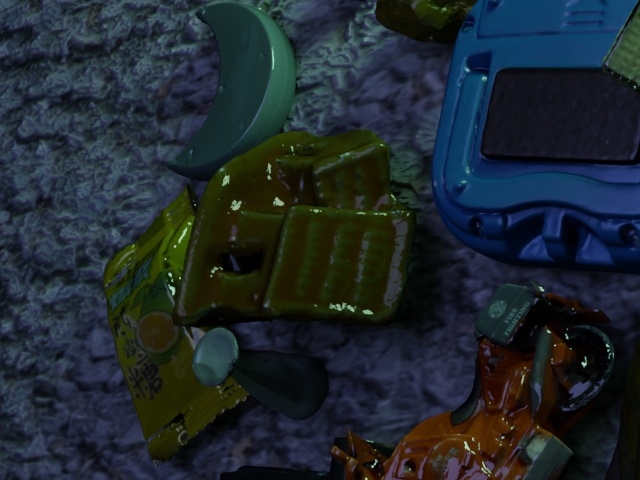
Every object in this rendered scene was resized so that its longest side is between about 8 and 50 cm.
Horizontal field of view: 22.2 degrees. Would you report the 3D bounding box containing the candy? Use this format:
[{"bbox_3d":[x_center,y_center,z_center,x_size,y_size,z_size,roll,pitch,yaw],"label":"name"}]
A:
[{"bbox_3d":[-0.175,0.098,1.928,0.187,0.081,0.297,-39,52,25],"label":"candy"}]

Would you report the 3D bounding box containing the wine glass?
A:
[{"bbox_3d":[-0.063,0.142,1.764,0.073,0.155,0.073,-15,63,33],"label":"wine glass"}]

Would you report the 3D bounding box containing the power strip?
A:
[{"bbox_3d":[-0.102,-0.197,2.003,0.167,0.054,0.253,2,75,39],"label":"power strip"}]

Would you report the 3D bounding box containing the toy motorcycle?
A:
[{"bbox_3d":[0.141,0.186,1.560,0.221,0.148,0.326,25,78,48],"label":"toy motorcycle"}]

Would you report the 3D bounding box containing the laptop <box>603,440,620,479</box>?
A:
[{"bbox_3d":[0.322,0.244,1.480,0.154,0.026,0.207,13,81,45],"label":"laptop"}]

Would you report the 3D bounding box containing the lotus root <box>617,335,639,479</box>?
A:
[{"bbox_3d":[0.372,0.128,1.333,0.250,0.250,0.346,23,93,44],"label":"lotus root"}]

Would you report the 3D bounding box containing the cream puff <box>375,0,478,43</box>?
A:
[{"bbox_3d":[0.139,-0.271,1.792,0.146,0.116,0.146,-48,19,23],"label":"cream puff"}]

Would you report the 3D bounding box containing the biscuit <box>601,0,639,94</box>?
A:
[{"bbox_3d":[0.392,-0.155,1.461,0.252,0.052,0.150,28,88,4],"label":"biscuit"}]

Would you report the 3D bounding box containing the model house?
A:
[{"bbox_3d":[-0.001,-0.011,1.756,0.239,0.173,0.268,0,72,40],"label":"model house"}]

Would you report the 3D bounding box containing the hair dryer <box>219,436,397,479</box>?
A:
[{"bbox_3d":[-0.024,0.279,1.750,0.255,0.070,0.128,-7,69,47],"label":"hair dryer"}]

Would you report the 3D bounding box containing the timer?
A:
[{"bbox_3d":[0.269,-0.126,1.605,0.340,0.115,0.309,4,78,37],"label":"timer"}]
